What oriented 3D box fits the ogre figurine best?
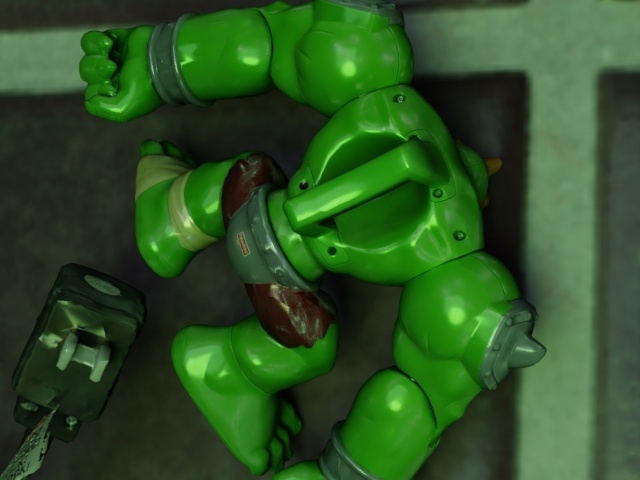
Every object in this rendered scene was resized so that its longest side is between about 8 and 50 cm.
[{"bbox_3d":[0.000,0.000,0.508,0.118,0.097,0.197,-27,62,26],"label":"ogre figurine"}]

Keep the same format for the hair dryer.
[{"bbox_3d":[-0.185,0.130,0.485,0.080,0.223,0.293,39,115,4],"label":"hair dryer"}]
